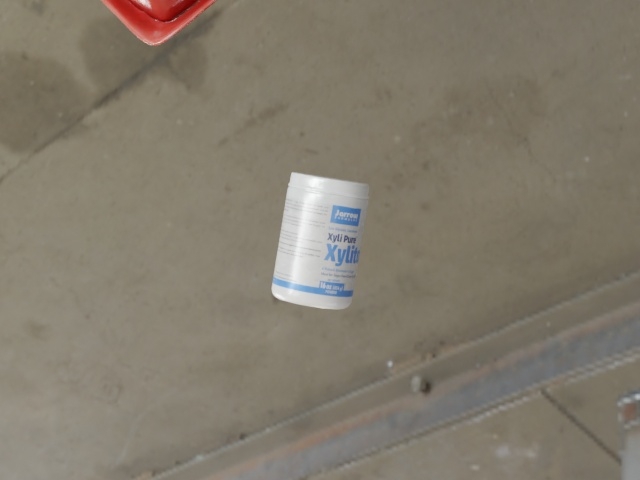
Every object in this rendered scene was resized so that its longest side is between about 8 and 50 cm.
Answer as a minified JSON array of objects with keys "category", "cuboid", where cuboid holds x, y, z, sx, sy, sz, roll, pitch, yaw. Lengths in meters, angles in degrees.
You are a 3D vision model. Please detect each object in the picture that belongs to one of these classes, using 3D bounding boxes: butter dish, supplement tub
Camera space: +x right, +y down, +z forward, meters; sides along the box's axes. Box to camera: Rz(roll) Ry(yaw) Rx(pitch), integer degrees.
[{"category":"butter dish","cuboid":[-0.131,-0.268,0.941,0.160,0.160,0.118,-40,143,-6]},{"category":"supplement tub","cuboid":[0.000,0.000,0.968,0.071,0.071,0.107,10,95,4]}]
